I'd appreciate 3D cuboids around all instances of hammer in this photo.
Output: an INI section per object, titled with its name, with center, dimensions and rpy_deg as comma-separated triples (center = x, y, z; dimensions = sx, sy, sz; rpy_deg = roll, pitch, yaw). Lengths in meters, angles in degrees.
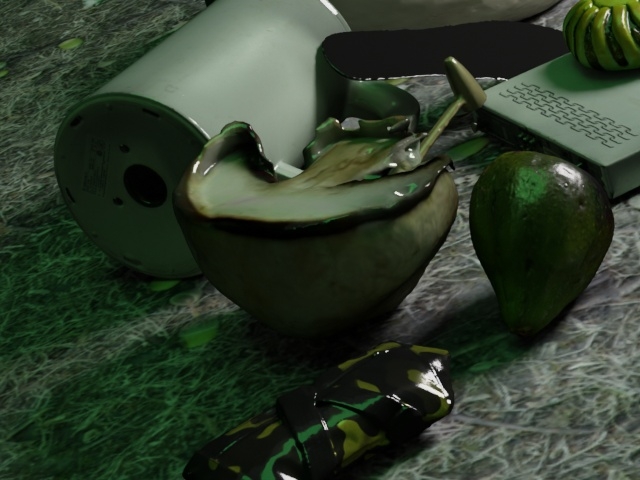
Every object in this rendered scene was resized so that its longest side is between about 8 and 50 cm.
[hammer]
center = 0.096, -0.096, 1.777
dimensions = 0.028, 0.060, 0.195
rpy_deg = 5, 52, 50

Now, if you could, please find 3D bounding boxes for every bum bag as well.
[bum bag]
center = 0.009, 0.144, 1.385
dimensions = 0.232, 0.060, 0.107
rpy_deg = -30, 36, -19

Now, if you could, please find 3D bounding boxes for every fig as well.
[fig]
center = 0.176, 0.009, 1.499
dimensions = 0.123, 0.123, 0.156
rpy_deg = 6, 69, 42

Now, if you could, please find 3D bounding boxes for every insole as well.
[insole]
center = 0.153, -0.196, 1.894
dimensions = 0.322, 0.007, 0.109
rpy_deg = -5, 45, -23

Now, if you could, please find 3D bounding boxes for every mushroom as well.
[mushroom]
center = -0.001, 0.005, 1.560
dimensions = 0.267, 0.164, 0.189
rpy_deg = 1, 35, 29

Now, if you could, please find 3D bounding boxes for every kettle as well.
[kettle]
center = -0.080, -0.125, 1.835
dimensions = 0.265, 0.205, 0.318
rpy_deg = -6, 25, 31

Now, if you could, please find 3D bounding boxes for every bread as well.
[bread]
center = 0.309, -0.219, 1.811
dimensions = 0.130, 0.071, 0.139
rpy_deg = -25, 25, -7

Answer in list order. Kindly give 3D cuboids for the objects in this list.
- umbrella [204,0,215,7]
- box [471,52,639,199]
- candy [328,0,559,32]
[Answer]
[umbrella]
center = -0.036, -0.302, 2.295
dimensions = 0.143, 0.094, 0.349
rpy_deg = -29, 28, -11
[box]
center = 0.284, -0.125, 1.765
dimensions = 0.211, 0.045, 0.270
rpy_deg = -26, 26, -16
[candy]
center = 0.121, -0.376, 2.175
dimensions = 0.427, 0.186, 0.386
rpy_deg = 0, 30, -12
